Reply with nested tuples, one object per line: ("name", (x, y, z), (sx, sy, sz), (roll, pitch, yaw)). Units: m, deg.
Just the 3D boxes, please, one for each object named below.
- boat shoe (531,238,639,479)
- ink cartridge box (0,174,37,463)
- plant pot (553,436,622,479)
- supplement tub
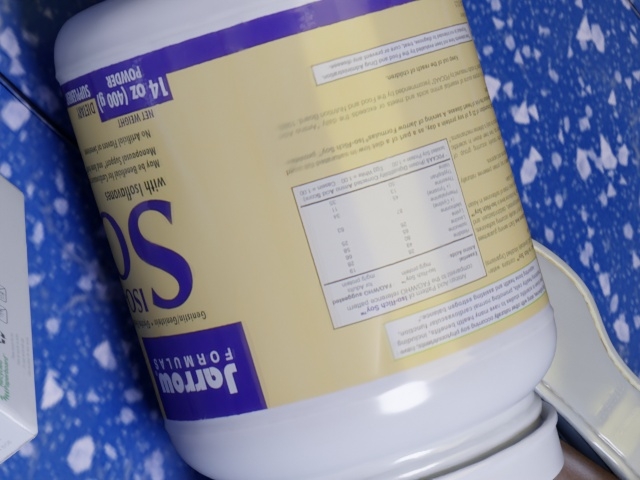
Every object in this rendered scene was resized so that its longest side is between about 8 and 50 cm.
("boat shoe", (0.182, 0.097, 1.362), (0.254, 0.079, 0.095), (45, 65, -13))
("ink cartridge box", (-0.233, -0.020, 0.905), (0.224, 0.045, 0.223), (44, 16, -30))
("plant pot", (0.161, 0.217, 1.270), (0.165, 0.167, 0.167), (39, 55, -23))
("supplement tub", (0.000, 0.000, 1.083), (0.241, 0.241, 0.331), (-21, 96, -47))
